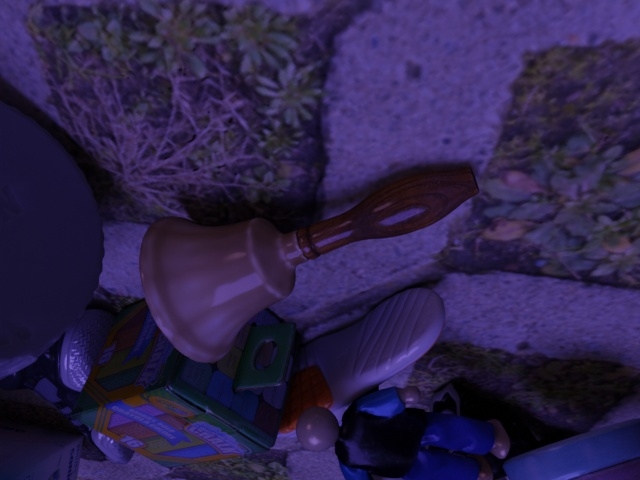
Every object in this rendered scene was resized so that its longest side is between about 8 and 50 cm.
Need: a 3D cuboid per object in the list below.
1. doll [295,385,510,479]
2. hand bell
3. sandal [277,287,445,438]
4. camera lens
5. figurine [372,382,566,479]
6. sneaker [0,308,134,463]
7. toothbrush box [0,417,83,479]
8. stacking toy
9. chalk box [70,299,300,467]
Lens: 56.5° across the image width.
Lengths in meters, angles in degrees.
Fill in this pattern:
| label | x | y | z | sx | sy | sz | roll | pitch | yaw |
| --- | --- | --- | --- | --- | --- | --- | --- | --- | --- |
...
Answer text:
| label | x | y | z | sx | sy | sz | roll | pitch | yaw |
| --- | --- | --- | --- | --- | --- | --- | --- | --- | --- |
| doll | 0.068 | 0.182 | 0.525 | 0.189 | 0.046 | 0.129 | 15 | 108 | -17 |
| hand bell | 0.000 | 0.000 | 0.450 | 0.242 | 0.126 | 0.126 | -20 | 129 | 20 |
| sandal | 0.037 | 0.138 | 0.577 | 0.076 | 0.102 | 0.265 | 35 | 133 | -20 |
| camera lens | -0.336 | 0.024 | 0.469 | 0.274 | 0.219 | 0.219 | -20 | 129 | 33 |
| figurine | 0.186 | 0.268 | 0.696 | 0.210 | 0.092 | 0.215 | 23 | 140 | -16 |
| sneaker | -0.304 | 0.173 | 0.725 | 0.153 | 0.101 | 0.268 | 8 | 133 | 9 |
| toothbrush box | -0.523 | 0.365 | 0.865 | 0.217 | 0.126 | 0.295 | 9 | 179 | 8 |
| stacking toy | 0.333 | 0.175 | 0.535 | 0.309 | 0.130 | 0.280 | -34 | 149 | 29 |
| chalk box | -0.115 | 0.127 | 0.588 | 0.213 | 0.132 | 0.132 | -25 | 126 | 35 |
